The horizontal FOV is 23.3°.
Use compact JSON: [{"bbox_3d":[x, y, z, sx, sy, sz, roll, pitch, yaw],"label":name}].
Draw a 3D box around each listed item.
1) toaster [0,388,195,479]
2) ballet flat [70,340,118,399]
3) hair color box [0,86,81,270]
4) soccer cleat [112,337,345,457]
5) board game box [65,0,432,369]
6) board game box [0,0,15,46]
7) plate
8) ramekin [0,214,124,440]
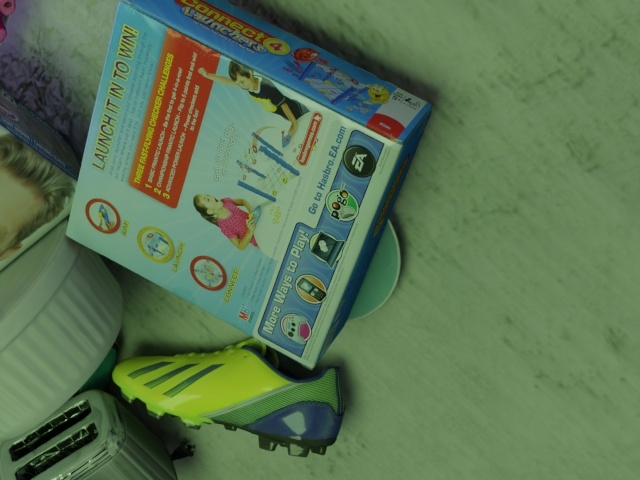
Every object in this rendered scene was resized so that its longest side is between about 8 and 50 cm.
[{"bbox_3d":[-0.270,0.273,1.808,0.227,0.129,0.146,-31,132,4],"label":"toaster"},{"bbox_3d":[-0.288,0.180,1.863,0.068,0.072,0.213,45,133,33],"label":"ballet flat"},{"bbox_3d":[-0.435,-0.013,1.655,0.347,0.105,0.174,-39,140,10],"label":"hair color box"},{"bbox_3d":[-0.101,0.158,1.746,0.289,0.093,0.121,11,92,27],"label":"soccer cleat"},{"bbox_3d":[-0.081,-0.066,1.545,0.302,0.086,0.308,28,130,9],"label":"board game box"},{"bbox_3d":[-0.534,-0.121,1.602,0.050,0.390,0.390,60,139,40],"label":"board game box"},{"bbox_3d":[0.000,0.000,1.625,0.188,0.024,0.188,13,122,21],"label":"plate"},{"bbox_3d":[-0.337,0.101,1.716,0.273,0.273,0.127,-24,120,35],"label":"ramekin"}]
